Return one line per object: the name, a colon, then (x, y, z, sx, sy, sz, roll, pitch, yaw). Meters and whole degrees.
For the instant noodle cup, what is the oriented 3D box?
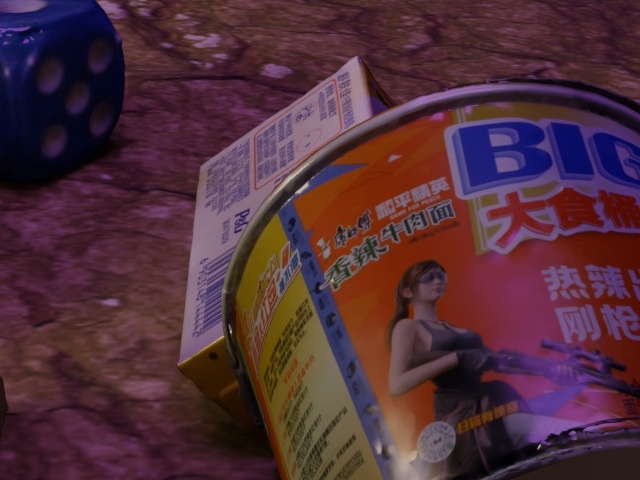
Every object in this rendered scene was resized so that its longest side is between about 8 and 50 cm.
instant noodle cup: (0.102, 0.092, 0.623, 0.296, 0.296, 0.214, -3, 40, -9)

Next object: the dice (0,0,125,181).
dice: (-0.270, -0.147, 1.084, 0.146, 0.146, 0.143, 23, 35, 30)

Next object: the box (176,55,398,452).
box: (0.000, 0.000, 0.846, 0.168, 0.097, 0.265, -33, 28, 16)

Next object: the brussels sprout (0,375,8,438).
brussels sprout: (-0.301, 0.076, 0.658, 0.244, 0.244, 0.244, 2, 32, -1)
